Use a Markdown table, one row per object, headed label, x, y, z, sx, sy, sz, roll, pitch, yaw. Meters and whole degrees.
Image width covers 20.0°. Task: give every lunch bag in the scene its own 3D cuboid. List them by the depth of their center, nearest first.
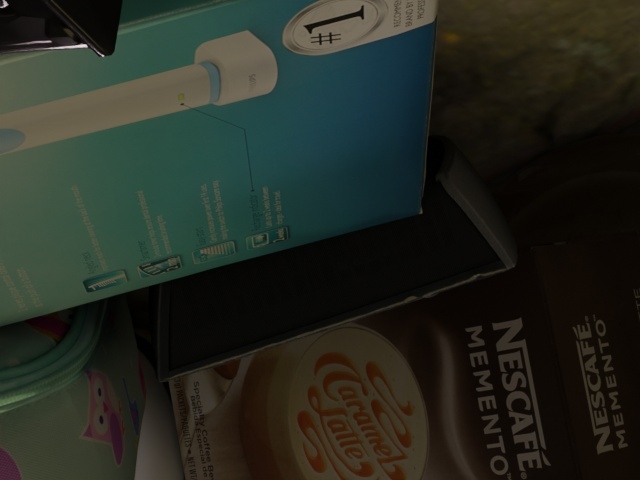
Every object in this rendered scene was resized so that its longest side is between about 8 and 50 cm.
| label | x | y | z | sx | sy | sz | roll | pitch | yaw |
| --- | --- | --- | --- | --- | --- | --- | --- | --- | --- |
| lunch bag | -0.223 | 0.079 | 0.820 | 0.279 | 0.108 | 0.224 | -11 | -161 | 2 |

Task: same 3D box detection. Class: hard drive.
| label | x | y | z | sx | sy | sz | roll | pitch | yaw |
| --- | --- | --- | --- | --- | --- | --- | --- | --- | --- |
| hard drive | 0.000 | 0.000 | 0.858 | 0.172 | 0.054 | 0.255 | -18 | -174 | 2 |

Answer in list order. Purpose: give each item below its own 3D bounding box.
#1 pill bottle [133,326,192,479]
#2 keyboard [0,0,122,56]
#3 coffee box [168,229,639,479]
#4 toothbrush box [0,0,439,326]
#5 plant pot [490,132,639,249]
| label | x | y | z | sx | sy | sz | roll | pitch | yaw |
| --- | --- | --- | --- | --- | --- | --- | --- | --- | --- |
| pill bottle | -0.053 | 0.153 | 1.136 | 0.188 | 0.188 | 0.334 | -33 | 154 | 34 |
| keyboard | -0.146 | -0.137 | 0.367 | 0.201 | 0.033 | 0.317 | 2 | 152 | 38 |
| coffee box | 0.046 | 0.086 | 0.929 | 0.246 | 0.141 | 0.098 | -15 | 174 | 38 |
| toothbrush box | -0.116 | -0.063 | 0.645 | 0.295 | 0.126 | 0.216 | -16 | 159 | -4 |
| plant pot | 0.209 | 0.089 | 1.075 | 0.323 | 0.323 | 0.280 | -24 | 142 | 15 |
